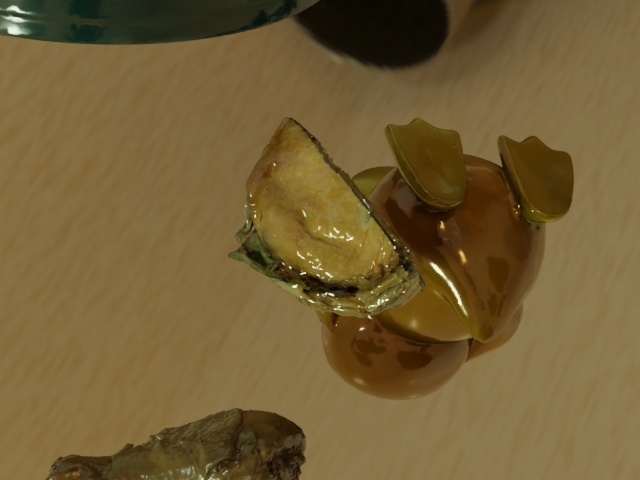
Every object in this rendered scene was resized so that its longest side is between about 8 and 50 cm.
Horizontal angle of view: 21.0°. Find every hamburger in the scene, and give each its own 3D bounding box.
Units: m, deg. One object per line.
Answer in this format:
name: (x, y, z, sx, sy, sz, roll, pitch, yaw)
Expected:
hamburger: (-0.007, 0.001, 1.234, 0.176, 0.102, 0.087, 50, -179, 30)

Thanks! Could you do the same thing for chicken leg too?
chicken leg: (-0.107, 0.164, 1.242, 0.198, 0.085, 0.069, -8, 128, -2)

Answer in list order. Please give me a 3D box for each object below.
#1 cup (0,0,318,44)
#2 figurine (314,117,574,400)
cup: (-0.078, -0.281, 0.880, 0.242, 0.308, 0.292, -134, 39, -53)
figurine: (0.086, 0.021, 1.377, 0.215, 0.215, 0.228, 38, 156, -12)
